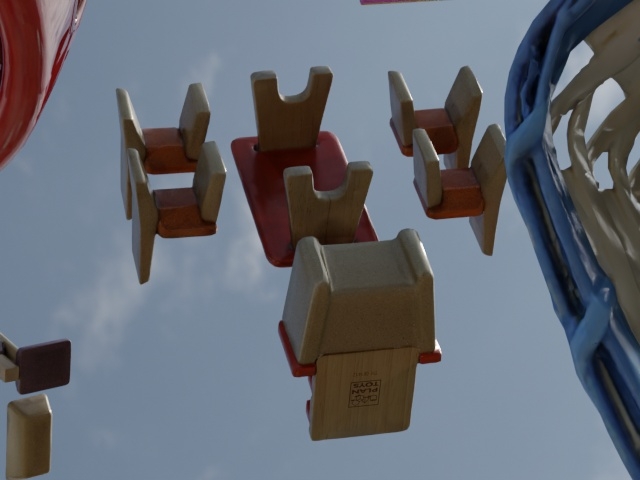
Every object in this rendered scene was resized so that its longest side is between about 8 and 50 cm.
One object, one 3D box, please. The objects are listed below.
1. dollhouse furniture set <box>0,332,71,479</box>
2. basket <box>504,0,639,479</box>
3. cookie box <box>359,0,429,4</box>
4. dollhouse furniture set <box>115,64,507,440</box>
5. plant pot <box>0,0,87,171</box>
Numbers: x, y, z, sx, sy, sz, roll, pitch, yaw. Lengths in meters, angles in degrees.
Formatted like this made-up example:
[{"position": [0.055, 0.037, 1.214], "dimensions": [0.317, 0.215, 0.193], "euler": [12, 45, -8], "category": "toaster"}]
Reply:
[{"position": [-0.241, 0.116, 1.325], "dimensions": [0.091, 0.081, 0.114], "euler": [-11, -64, -35], "category": "dollhouse furniture set"}, {"position": [0.153, 0.014, 0.312], "dimensions": [0.201, 0.254, 0.289], "euler": [-33, -18, 4], "category": "basket"}, {"position": [0.061, -0.159, 0.963], "dimensions": [0.092, 0.107, 0.040], "euler": [-3, -66, -2], "category": "cookie box"}, {"position": [0.000, 0.000, 1.278], "dimensions": [0.262, 0.259, 0.135], "euler": [-5, -51, -12], "category": "dollhouse furniture set"}, {"position": [-0.149, -0.128, 0.562], "dimensions": [0.191, 0.174, 0.191], "euler": [10, -41, 9], "category": "plant pot"}]
